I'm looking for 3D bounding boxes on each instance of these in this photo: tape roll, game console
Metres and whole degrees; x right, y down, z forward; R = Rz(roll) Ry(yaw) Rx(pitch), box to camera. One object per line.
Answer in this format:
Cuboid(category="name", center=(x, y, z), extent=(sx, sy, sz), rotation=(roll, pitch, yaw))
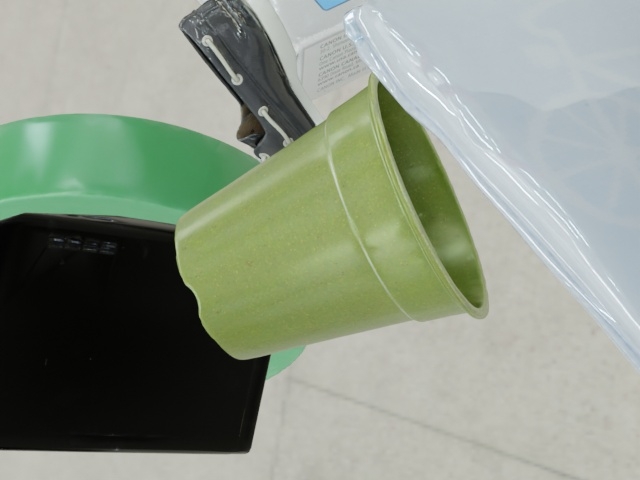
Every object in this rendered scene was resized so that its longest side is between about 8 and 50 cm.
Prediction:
Cuboid(category="tape roll", center=(-0.162, 0.026, 1.144), extent=(0.321, 0.321, 0.077), rotation=(-34, 40, 43))
Cuboid(category="game console", center=(-0.142, 0.164, 0.825), extent=(0.044, 0.213, 0.361), rotation=(19, 100, 52))

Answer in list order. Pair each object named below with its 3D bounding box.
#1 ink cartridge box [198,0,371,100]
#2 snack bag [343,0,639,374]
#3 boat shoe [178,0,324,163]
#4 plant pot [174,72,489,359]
Cuboid(category="ink cartridge box", center=(0.031, -0.248, 0.989), extent=(0.261, 0.296, 0.066), rotation=(50, 156, 27))
Cuboid(category="snack bag", center=(0.206, 0.016, 0.386), extent=(0.342, 0.323, 0.037), rotation=(51, 144, 25))
Cuboid(category="boat shoe", center=(-0.021, -0.055, 0.627), extent=(0.038, 0.125, 0.046), rotation=(-35, 38, -10))
Cuboid(category="plant pot", center=(0.000, 0.000, 0.449), extent=(0.079, 0.083, 0.083), rotation=(-23, 62, 15))
